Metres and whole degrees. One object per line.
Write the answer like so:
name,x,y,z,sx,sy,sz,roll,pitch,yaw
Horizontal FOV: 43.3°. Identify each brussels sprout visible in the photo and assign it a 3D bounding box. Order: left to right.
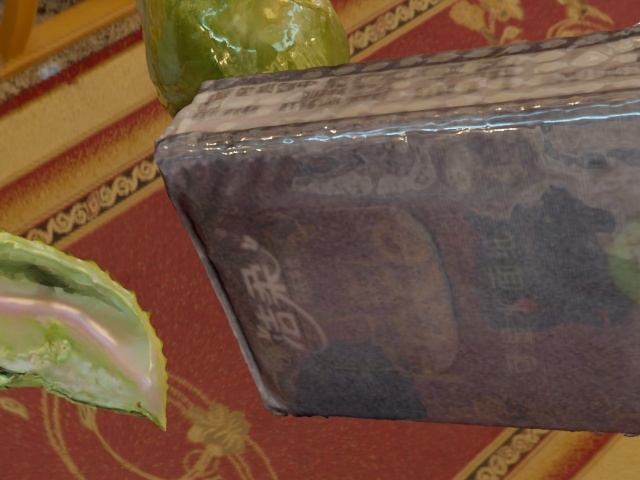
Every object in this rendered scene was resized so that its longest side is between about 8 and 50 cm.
brussels sprout,-0.105,-0.277,1.108,0.268,0.344,0.344,-22,81,-18

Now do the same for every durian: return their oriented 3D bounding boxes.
durian,-0.314,0.092,0.844,0.356,0.169,0.157,19,107,-38

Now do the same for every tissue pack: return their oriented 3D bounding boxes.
tissue pack,0.108,0.007,0.596,0.395,0.287,0.124,-1,36,24

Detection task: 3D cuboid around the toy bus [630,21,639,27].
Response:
toy bus,0.394,-0.223,0.781,0.191,0.075,0.064,-32,51,12
